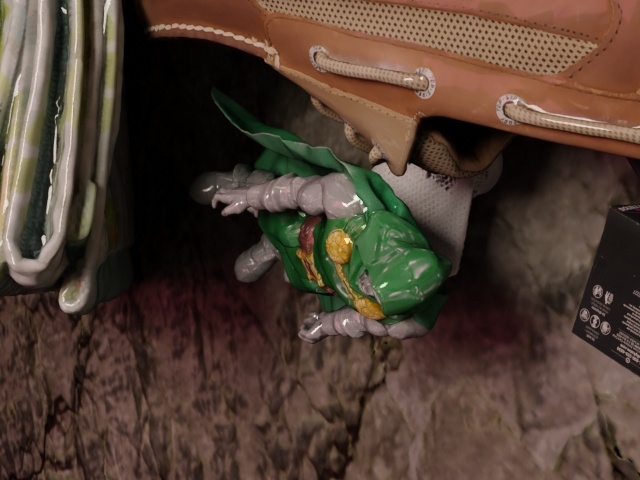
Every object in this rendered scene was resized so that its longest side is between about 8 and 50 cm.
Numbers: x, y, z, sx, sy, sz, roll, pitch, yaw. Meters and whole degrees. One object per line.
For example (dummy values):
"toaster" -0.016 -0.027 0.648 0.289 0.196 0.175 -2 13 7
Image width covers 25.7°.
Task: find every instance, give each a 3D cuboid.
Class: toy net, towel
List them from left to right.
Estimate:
"towel" -0.146 -0.125 0.768 0.374 0.090 0.320 176 95 -83
"toy net" 0.053 -0.099 0.652 0.122 0.045 0.232 -18 80 38

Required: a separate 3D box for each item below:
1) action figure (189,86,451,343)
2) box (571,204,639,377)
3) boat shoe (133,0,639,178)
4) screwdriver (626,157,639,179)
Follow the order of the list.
"action figure" 0.000 0.000 0.619 0.137 0.063 0.232 59 167 -15
"box" 0.144 0.021 0.498 0.062 0.083 0.052 36 122 46
"boat shoe" 0.038 -0.080 0.561 0.324 0.123 0.116 9 108 46
"screwdriver" 0.121 -0.074 0.582 0.025 0.024 0.170 -28 59 19
